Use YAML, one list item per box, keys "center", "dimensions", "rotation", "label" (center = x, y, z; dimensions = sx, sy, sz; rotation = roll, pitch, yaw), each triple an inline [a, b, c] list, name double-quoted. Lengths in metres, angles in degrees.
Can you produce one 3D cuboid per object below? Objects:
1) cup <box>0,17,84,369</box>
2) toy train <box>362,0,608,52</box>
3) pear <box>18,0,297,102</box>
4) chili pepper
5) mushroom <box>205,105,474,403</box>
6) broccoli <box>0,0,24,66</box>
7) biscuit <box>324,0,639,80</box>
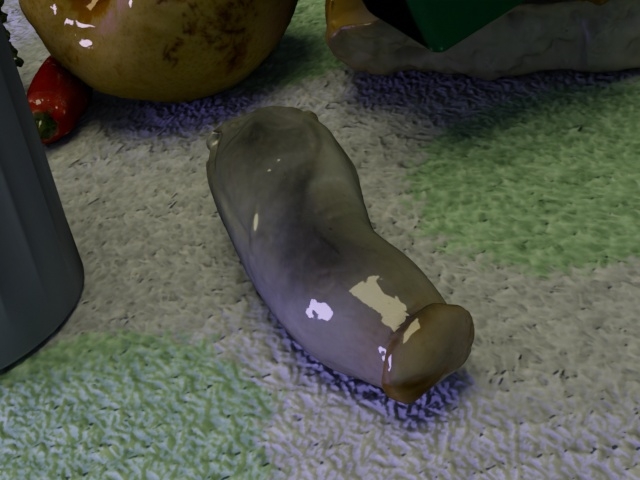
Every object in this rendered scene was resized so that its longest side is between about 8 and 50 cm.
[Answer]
- center: [-0.343, -0.095, 1.011]
  dimensions: [0.237, 0.327, 0.323]
  rotation: [-24, 32, -17]
  label: "cup"
- center: [0.098, -0.303, 1.142]
  dimensions: [0.249, 0.178, 0.429]
  rotation: [-35, 40, -11]
  label: "toy train"
- center: [-0.145, -0.252, 1.281]
  dimensions: [0.271, 0.271, 0.271]
  rotation: [-10, 32, 6]
  label: "pear"
- center: [-0.248, -0.137, 1.297]
  dimensions: [0.059, 0.050, 0.191]
  rotation: [30, 35, -15]
  label: "chili pepper"
- center: [-0.002, 0.001, 0.960]
  dimensions: [0.109, 0.097, 0.351]
  rotation: [-22, 37, -9]
  label: "mushroom"
- center: [-0.411, -0.139, 1.306]
  dimensions: [0.165, 0.145, 0.304]
  rotation: [-1, 47, 26]
  label: "broccoli"
- center: [0.213, -0.274, 1.291]
  dimensions: [0.429, 0.104, 0.446]
  rotation: [-10, 35, 5]
  label: "biscuit"
